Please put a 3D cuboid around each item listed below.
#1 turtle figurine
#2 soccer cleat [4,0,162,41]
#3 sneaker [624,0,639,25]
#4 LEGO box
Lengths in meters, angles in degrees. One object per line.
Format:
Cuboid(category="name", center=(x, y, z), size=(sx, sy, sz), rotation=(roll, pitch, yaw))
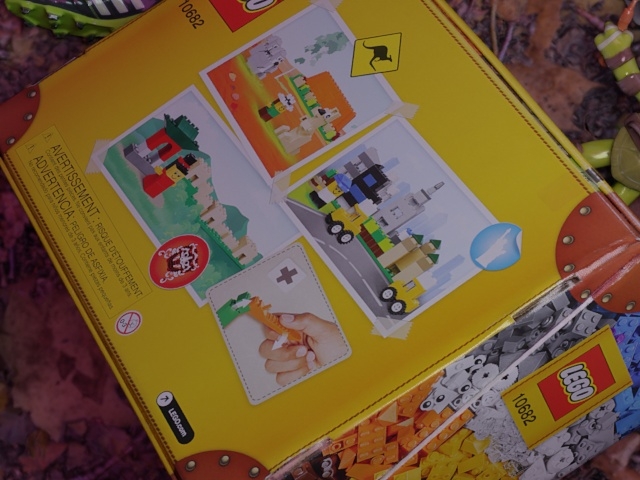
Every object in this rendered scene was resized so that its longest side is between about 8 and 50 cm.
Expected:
Cuboid(category="turtle figurine", center=(0.284, -0.061, 1.706), size=(0.217, 0.087, 0.269), rotation=(-31, 105, 9))
Cuboid(category="soccer cleat", center=(-0.196, -0.220, 1.787), size=(0.179, 0.060, 0.072), rotation=(6, 72, -3))
Cuboid(category="sneaker", center=(0.346, -0.279, 1.748), size=(0.163, 0.086, 0.226), rotation=(2, 83, 1))
Cuboid(category="LEGO box", center=(0.000, 0.000, 1.553), size=(0.372, 0.193, 0.500), rotation=(-32, 48, -2))
